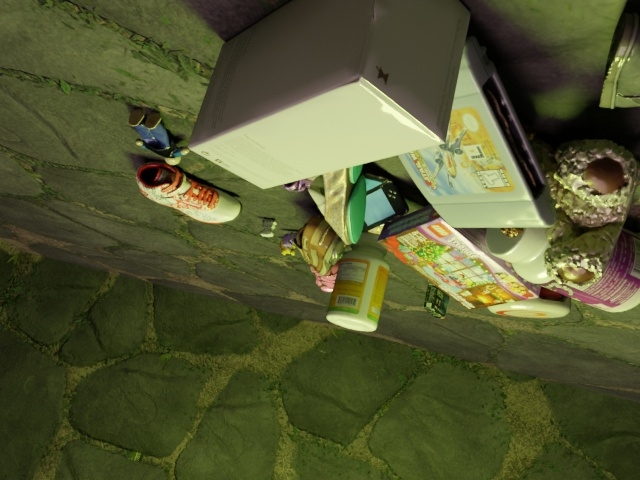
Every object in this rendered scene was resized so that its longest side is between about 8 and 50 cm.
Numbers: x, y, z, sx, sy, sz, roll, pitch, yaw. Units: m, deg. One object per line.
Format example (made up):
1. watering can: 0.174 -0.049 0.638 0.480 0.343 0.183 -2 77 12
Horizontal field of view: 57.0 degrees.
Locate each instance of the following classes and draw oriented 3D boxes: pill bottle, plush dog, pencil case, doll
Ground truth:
1. pill bottle: 0.109 0.108 1.576 0.137 0.245 0.136 14 163 4
2. plush dog: 0.373 -0.091 0.939 0.226 0.210 0.262 21 139 29
3. pencil case: 0.023 0.106 1.902 0.098 0.095 0.209 -21 159 -4
4. doll: -0.345 -0.213 1.279 0.129 0.046 0.189 13 162 8
5. pill bottle: 0.478 0.020 1.137 0.302 0.169 0.169 20 162 -17

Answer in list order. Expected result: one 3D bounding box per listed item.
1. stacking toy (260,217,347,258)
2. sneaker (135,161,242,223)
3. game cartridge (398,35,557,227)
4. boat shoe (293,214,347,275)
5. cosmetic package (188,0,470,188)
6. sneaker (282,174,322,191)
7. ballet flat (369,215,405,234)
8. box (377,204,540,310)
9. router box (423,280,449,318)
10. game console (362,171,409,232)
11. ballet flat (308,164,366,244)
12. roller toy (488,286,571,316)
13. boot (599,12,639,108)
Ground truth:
1. stacking toy: -0.046 -0.004 1.689 0.221 0.052 0.167 3 160 23
2. sneaker: -0.334 -0.119 1.487 0.270 0.090 0.145 17 165 0
3. game cartridge: 0.199 -0.136 0.853 0.198 0.062 0.297 -3 129 50
4. boat shoe: 0.000 0.000 1.462 0.120 0.122 0.324 30 166 0
5. cosmetic package: -0.006 -0.207 0.786 0.155 0.196 0.366 28 159 -36
6. sneaker: -0.042 -0.138 1.175 0.095 0.104 0.236 5 161 23
7. ballet flat: 0.101 -0.063 1.345 0.207 0.073 0.067 13 165 2
8. box: 0.292 0.039 1.245 0.293 0.057 0.201 36 150 -19
9. router box: 0.371 0.188 1.871 0.038 0.092 0.122 3 160 32
10. game console: 0.089 -0.076 1.232 0.144 0.085 0.124 -25 97 43
11. ballet flat: 0.030 -0.119 1.110 0.106 0.107 0.315 18 141 17
12. roller toy: 0.504 0.106 1.422 0.210 0.146 0.191 0 167 24
13. boot: 0.439 -0.193 0.669 0.209 0.075 0.190 14 178 24
